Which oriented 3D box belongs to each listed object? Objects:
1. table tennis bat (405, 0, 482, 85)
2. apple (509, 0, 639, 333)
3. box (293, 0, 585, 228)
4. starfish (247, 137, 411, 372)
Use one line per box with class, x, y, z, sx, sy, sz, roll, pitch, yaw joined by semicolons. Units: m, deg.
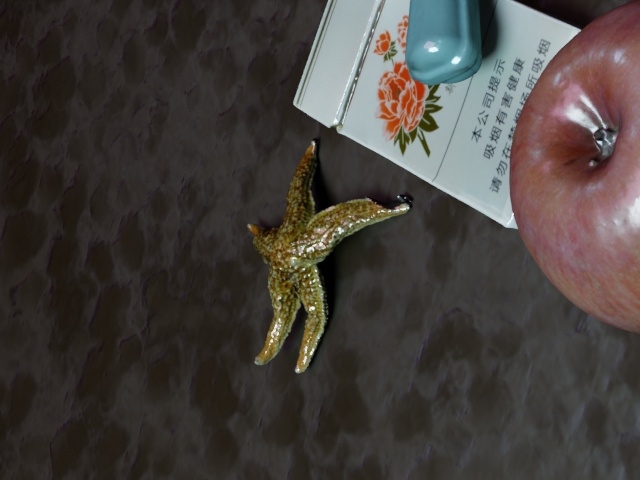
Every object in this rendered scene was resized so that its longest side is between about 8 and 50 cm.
table tennis bat;0.069;-0.191;0.970;0.153;0.040;0.244;-20;55;41
apple;0.153;-0.033;0.800;0.153;0.120;0.153;-13;73;49
box;0.064;-0.090;0.987;0.198;0.029;0.109;33;108;47
starfish;-0.004;-0.002;1.044;0.130;0.041;0.133;-31;61;42
